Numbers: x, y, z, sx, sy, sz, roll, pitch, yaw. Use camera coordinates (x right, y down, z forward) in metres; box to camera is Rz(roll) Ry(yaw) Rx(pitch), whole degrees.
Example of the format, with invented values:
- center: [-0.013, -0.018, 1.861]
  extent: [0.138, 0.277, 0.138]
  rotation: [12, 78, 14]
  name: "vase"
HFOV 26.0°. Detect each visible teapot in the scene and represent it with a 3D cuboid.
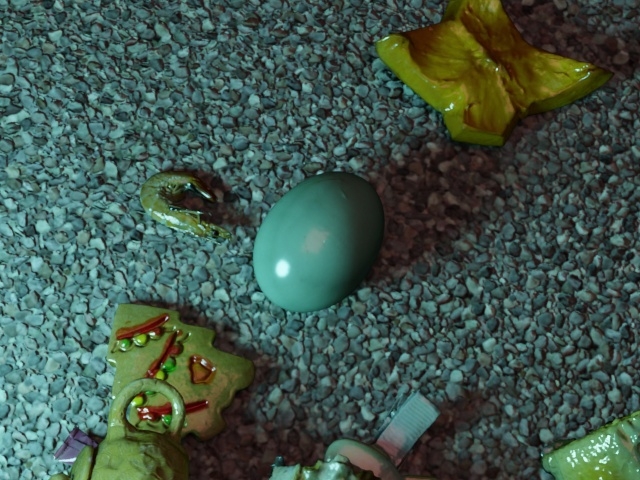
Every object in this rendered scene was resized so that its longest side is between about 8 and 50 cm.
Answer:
- center: [-0.273, 0.326, 1.816]
  extent: [0.167, 0.203, 0.311]
  rotation: [20, 84, -14]
  name: "teapot"

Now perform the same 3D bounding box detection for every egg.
- center: [0.000, 0.000, 1.993]
  extent: [0.168, 0.168, 0.231]
  rotation: [35, 66, 8]
  name: "egg"

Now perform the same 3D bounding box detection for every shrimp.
- center: [-0.192, -0.050, 2.070]
  extent: [0.162, 0.045, 0.095]
  rotation: [27, 49, 10]
  name: "shrimp"

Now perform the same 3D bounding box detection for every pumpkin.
- center: [0.265, -0.271, 2.159]
  extent: [0.290, 0.095, 0.258]
  rotation: [45, 68, 7]
  name: "pumpkin"

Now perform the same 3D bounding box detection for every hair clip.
- center: [0.092, 0.315, 1.945]
  extent: [0.159, 0.071, 0.218]
  rotation: [38, 75, 6]
  name: "hair clip"

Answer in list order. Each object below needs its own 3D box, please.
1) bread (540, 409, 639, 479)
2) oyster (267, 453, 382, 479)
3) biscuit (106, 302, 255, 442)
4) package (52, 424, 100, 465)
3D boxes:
- center: [0.463, 0.329, 1.925]
  extent: [0.262, 0.162, 0.204]
  rotation: [-28, 86, 0]
  name: "bread"
- center: [-0.068, 0.400, 1.852]
  extent: [0.337, 0.133, 0.198]
  rotation: [-18, 104, 8]
  name: "oyster"
- center: [-0.219, 0.183, 1.974]
  extent: [0.212, 0.041, 0.239]
  rotation: [-35, 77, -14]
  name: "biscuit"
- center: [-0.323, 0.301, 1.926]
  extent: [0.083, 0.029, 0.059]
  rotation: [33, 64, 7]
  name: "package"
